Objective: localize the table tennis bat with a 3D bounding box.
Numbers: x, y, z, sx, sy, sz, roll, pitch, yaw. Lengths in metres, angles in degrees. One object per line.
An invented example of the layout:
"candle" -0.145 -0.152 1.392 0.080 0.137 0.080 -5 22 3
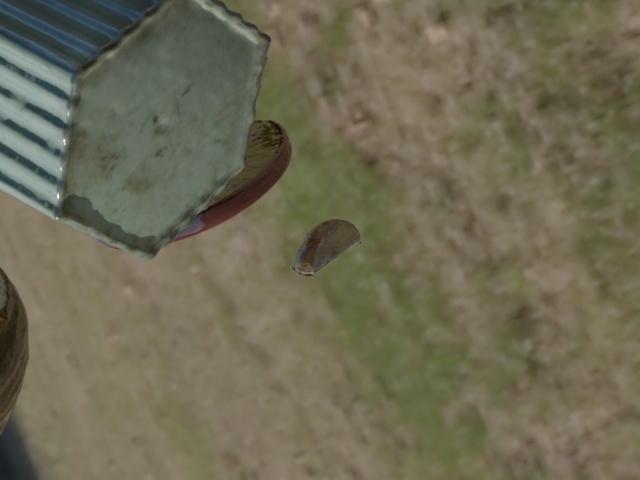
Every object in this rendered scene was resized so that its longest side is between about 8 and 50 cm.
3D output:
"table tennis bat" -0.118 -0.072 1.713 0.310 0.200 0.038 -82 -25 -62

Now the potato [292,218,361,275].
"potato" 0.000 0.000 1.728 0.037 0.093 0.036 9 115 29

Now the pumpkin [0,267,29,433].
"pumpkin" -0.414 0.112 1.727 0.232 0.325 0.242 77 -155 -52

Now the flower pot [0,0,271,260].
"flower pot" -0.181 -0.123 1.451 0.190 0.209 0.239 27 118 35
